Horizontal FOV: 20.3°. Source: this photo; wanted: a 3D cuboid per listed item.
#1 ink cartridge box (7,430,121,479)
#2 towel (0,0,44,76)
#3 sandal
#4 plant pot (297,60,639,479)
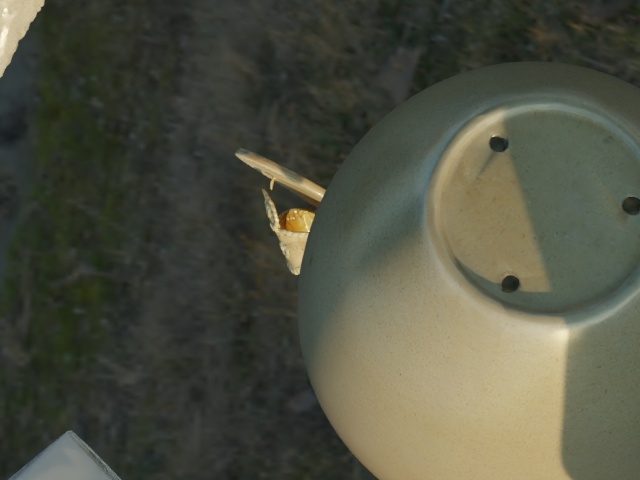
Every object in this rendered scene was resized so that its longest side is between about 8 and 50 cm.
[{"bbox_3d":[-0.158,0.164,0.806,0.063,0.109,0.150,48,126,-3],"label":"ink cartridge box"},{"bbox_3d":[-0.290,-0.194,1.313,0.282,0.187,0.049,-56,42,19],"label":"towel"},{"bbox_3d":[0.003,0.001,1.662,0.088,0.240,0.079,22,84,55],"label":"sandal"},{"bbox_3d":[0.123,0.011,1.022,0.284,0.191,0.284,-1,71,2],"label":"plant pot"}]
